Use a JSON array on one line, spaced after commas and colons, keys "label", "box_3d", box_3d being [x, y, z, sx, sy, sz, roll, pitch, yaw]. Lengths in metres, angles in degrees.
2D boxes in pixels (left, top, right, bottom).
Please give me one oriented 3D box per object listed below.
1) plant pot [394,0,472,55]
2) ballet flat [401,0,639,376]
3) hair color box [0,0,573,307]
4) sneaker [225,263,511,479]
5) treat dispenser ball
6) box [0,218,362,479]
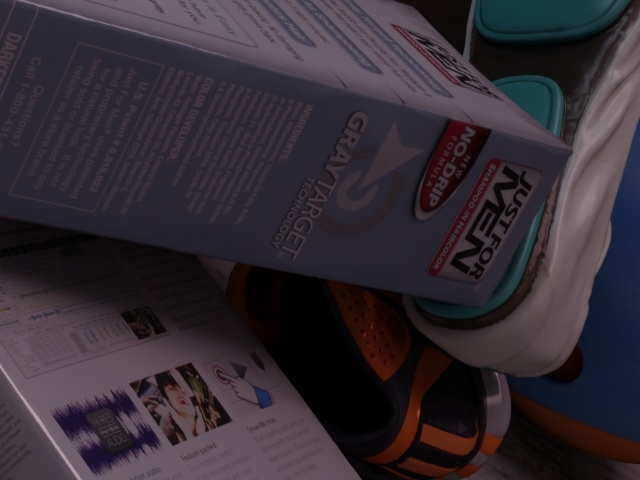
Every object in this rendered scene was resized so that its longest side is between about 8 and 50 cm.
[{"label": "plant pot", "box_3d": [0.092, -0.266, 1.354, 0.323, 0.280, 0.323, -5, 97, -44]}, {"label": "ballet flat", "box_3d": [0.157, -0.094, 1.153, 0.139, 0.139, 0.400, 33, 66, -31]}, {"label": "hair color box", "box_3d": [-0.070, -0.082, 0.952, 0.374, 0.113, 0.185, 11, 26, -37]}, {"label": "sneaker", "box_3d": [0.000, 0.000, 1.148, 0.180, 0.124, 0.321, 19, 37, -51]}, {"label": "treat dispenser ball", "box_3d": [0.243, 0.021, 1.341, 0.288, 0.288, 0.288, 39, 25, -21]}, {"label": "box", "box_3d": [-0.115, 0.063, 0.936, 0.322, 0.058, 0.232, 54, 24, 11]}]
